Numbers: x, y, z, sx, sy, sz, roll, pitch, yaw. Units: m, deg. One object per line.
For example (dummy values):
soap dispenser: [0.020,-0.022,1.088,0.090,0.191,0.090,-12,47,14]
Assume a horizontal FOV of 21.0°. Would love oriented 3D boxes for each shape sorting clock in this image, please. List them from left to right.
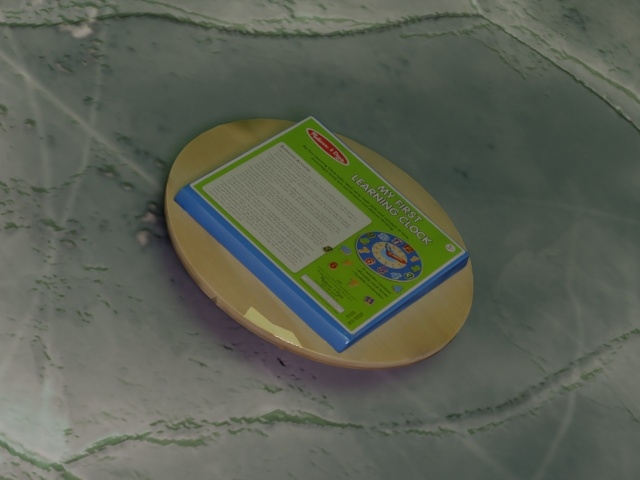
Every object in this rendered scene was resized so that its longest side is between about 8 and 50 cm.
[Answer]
shape sorting clock: [0.000,0.000,1.079,0.206,0.040,0.206,13,45,-14]
